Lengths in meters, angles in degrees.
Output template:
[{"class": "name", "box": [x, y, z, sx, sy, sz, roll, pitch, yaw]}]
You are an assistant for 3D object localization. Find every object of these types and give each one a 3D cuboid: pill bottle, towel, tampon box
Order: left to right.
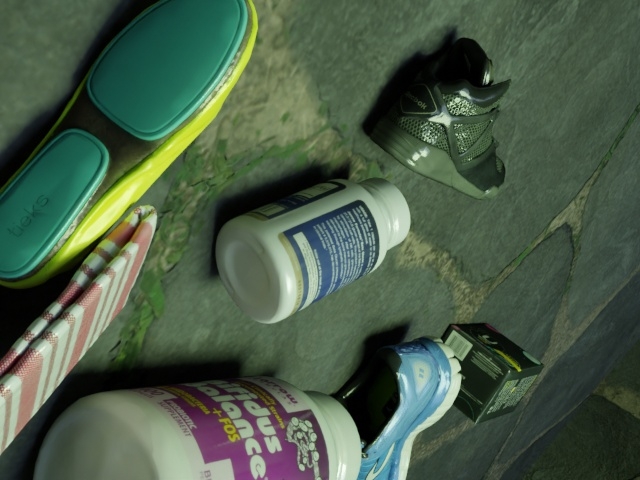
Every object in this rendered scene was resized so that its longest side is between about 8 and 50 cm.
[{"class": "towel", "box": [-0.176, 0.071, 0.474, 0.197, 0.029, 0.144, -56, -176, -36]}, {"class": "pill bottle", "box": [-0.089, 0.212, 0.694, 0.301, 0.169, 0.169, 8, 115, -57]}, {"class": "pill bottle", "box": [0.000, 0.000, 0.669, 0.169, 0.094, 0.094, -25, 139, -38]}, {"class": "tampon box", "box": [0.261, 0.208, 1.209, 0.161, 0.120, 0.101, 7, 117, -56]}]

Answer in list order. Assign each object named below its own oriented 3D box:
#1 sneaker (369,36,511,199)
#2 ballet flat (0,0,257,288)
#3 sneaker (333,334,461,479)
[{"class": "sneaker", "box": [0.153, -0.118, 0.763, 0.227, 0.087, 0.130, 16, 115, -52]}, {"class": "ballet flat", "box": [-0.124, -0.063, 0.475, 0.231, 0.077, 0.077, -49, 171, -1]}, {"class": "sneaker", "box": [0.050, 0.266, 1.013, 0.147, 0.130, 0.330, 11, 110, -41]}]
